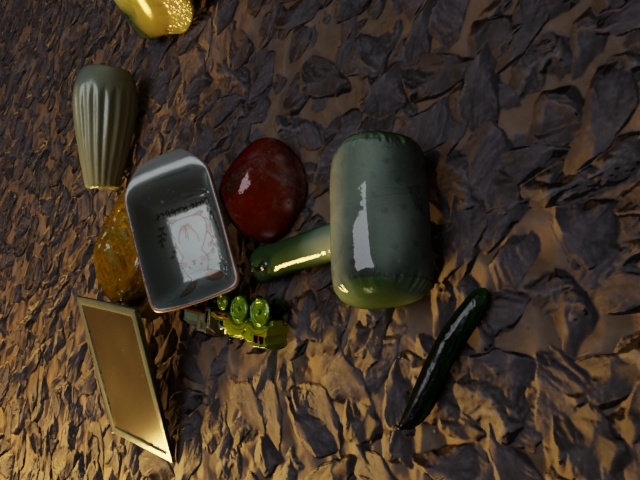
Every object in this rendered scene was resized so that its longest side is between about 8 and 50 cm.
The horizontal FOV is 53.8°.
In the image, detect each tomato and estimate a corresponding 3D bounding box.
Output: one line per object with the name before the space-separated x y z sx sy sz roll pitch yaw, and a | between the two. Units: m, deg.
tomato | -0.100 -0.082 0.936 0.139 0.091 0.159 -32 57 33

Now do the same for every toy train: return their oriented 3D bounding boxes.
toy train | -0.144 0.111 0.961 0.249 0.053 0.085 5 89 46

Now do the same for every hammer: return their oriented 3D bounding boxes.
hammer | 0.000 0.000 0.815 0.335 0.118 0.207 -20 65 47

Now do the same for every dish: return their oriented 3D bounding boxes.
dish | -0.203 -0.020 0.956 0.153 0.064 0.235 -18 84 17

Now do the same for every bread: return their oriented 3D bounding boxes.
bread | -0.298 0.011 1.089 0.198 0.120 0.236 45 111 43

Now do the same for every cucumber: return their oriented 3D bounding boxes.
cucumber | 0.134 0.130 0.695 0.184 0.033 0.036 -65 21 11

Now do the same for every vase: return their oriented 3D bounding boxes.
vase | -0.443 -0.226 1.293 0.128 0.128 0.248 5 93 45

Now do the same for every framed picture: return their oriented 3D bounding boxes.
framed picture | -0.330 0.229 1.070 0.217 0.017 0.275 5 109 45

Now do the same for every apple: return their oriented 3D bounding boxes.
apple | -0.314 -0.501 1.171 0.193 0.265 0.120 11 63 25
